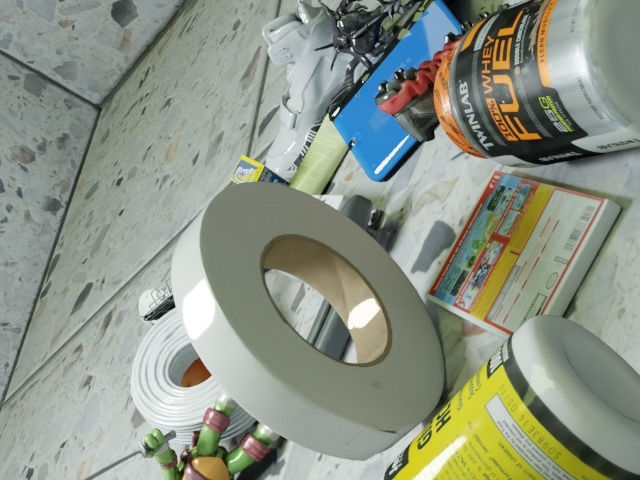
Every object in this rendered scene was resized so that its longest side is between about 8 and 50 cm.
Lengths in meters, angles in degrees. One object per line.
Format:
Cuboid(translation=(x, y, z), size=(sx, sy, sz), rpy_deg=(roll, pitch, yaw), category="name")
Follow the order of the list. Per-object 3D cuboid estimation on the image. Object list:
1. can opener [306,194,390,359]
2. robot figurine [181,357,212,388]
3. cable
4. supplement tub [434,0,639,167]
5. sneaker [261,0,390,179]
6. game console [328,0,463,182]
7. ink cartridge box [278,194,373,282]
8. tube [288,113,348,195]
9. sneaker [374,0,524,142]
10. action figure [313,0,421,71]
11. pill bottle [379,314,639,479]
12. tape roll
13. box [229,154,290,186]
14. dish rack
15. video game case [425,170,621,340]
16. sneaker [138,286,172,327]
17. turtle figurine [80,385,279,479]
Cuboid(translation=(0.024, 0.067, 1.815), size=(0.076, 0.095, 0.283), rpy_deg=(-4, 59, 64), category="can opener")
Cuboid(translation=(-0.252, 0.241, 2.153), size=(0.158, 0.128, 0.219), rpy_deg=(-28, 29, 9), category="robot figurine")
Cuboid(translation=(-0.196, 0.219, 1.975), size=(0.257, 0.089, 0.257), rpy_deg=(8, 58, 31), category="cable")
Cuboid(translation=(0.296, -0.200, 1.416), size=(0.338, 0.207, 0.207), rpy_deg=(-10, 54, 62), category="supplement tub")
Cuboid(translation=(-0.047, -0.299, 2.244), size=(0.366, 0.210, 0.137), rpy_deg=(-53, 24, 19), category="sneaker")
Cuboid(translation=(0.171, -0.271, 1.996), size=(0.293, 0.173, 0.250), rpy_deg=(-49, 56, 28), category="game console")
Cuboid(translation=(0.000, 0.000, 1.964), size=(0.190, 0.082, 0.140), rpy_deg=(6, 68, 64), category="ink cartridge box")
Cuboid(translation=(-0.011, -0.121, 2.166), size=(0.240, 0.070, 0.062), rpy_deg=(-62, 0, -6), category="tube")
Cuboid(translation=(0.222, -0.250, 1.776), size=(0.276, 0.135, 0.097), rpy_deg=(-37, 11, -1), category="sneaker")
Cuboid(translation=(0.111, -0.413, 2.109), size=(0.275, 0.164, 0.141), rpy_deg=(-37, 7, 9), category="action figure")
Cuboid(translation=(0.175, 0.248, 1.165), size=(0.334, 0.188, 0.188), rpy_deg=(-51, 25, 22), category="pill bottle")
Cuboid(translation=(-0.009, 0.094, 1.480), size=(0.072, 0.392, 0.392), rpy_deg=(-45, 27, 31), category="tape roll")
Cuboid(translation=(-0.098, -0.101, 2.179), size=(0.059, 0.169, 0.054), rpy_deg=(27, 87, 29), category="box")
Cuboid(translation=(-0.211, 0.071, 2.124), size=(0.208, 0.074, 0.271), rpy_deg=(-38, -13, 19), category="dish rack")
Cuboid(translation=(0.248, 0.019, 1.492), size=(0.204, 0.025, 0.285), rpy_deg=(-61, 23, 0), category="video game case")
Cuboid(translation=(-0.303, 0.157, 2.396), size=(0.292, 0.110, 0.118), rpy_deg=(-21, 54, 58), category="sneaker")
Cuboid(translation=(-0.171, 0.350, 1.773), size=(0.198, 0.274, 0.266), rpy_deg=(39, 96, 33), category="turtle figurine")
